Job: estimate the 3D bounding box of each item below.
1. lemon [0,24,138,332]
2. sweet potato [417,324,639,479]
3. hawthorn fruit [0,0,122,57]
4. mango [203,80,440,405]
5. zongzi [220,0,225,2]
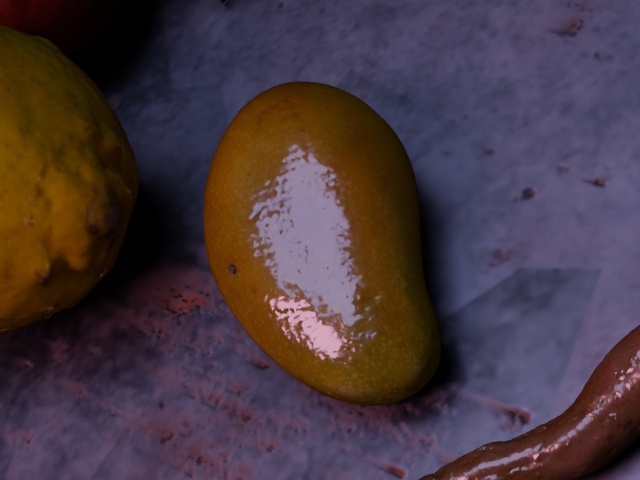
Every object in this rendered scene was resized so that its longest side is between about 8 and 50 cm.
[{"bbox_3d":[-0.229,-0.043,0.928,0.260,0.204,0.204,17,68,35],"label":"lemon"},{"bbox_3d":[0.135,0.090,0.717,0.214,0.050,0.050,-36,46,9],"label":"sweet potato"},{"bbox_3d":[-0.294,-0.253,1.086,0.265,0.265,0.307,-44,30,-4],"label":"hawthorn fruit"},{"bbox_3d":[0.000,0.000,0.835,0.136,0.099,0.227,-26,57,9],"label":"mango"},{"bbox_3d":[-0.114,-0.265,1.115,0.184,0.084,0.187,-17,53,38],"label":"zongzi"}]
